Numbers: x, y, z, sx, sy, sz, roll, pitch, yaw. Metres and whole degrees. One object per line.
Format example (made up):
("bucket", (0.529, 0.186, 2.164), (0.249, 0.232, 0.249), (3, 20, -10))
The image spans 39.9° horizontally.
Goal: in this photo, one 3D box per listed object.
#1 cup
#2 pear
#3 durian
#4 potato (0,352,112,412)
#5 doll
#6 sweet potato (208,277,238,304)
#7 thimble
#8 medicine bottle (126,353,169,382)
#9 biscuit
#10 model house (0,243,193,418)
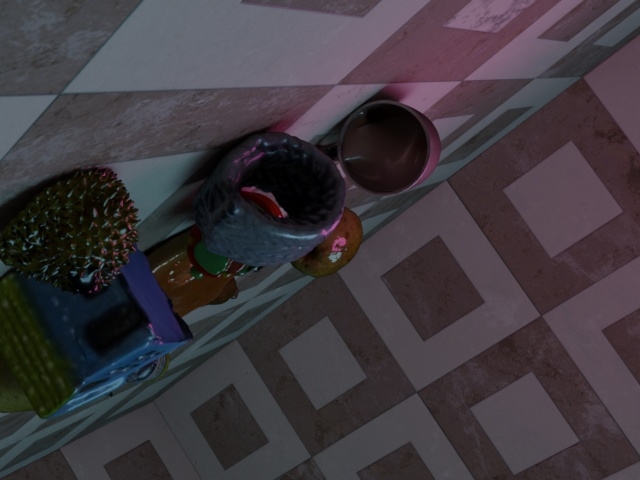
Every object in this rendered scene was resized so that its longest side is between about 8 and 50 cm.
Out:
("cup", (0.125, -0.191, 1.861), (0.253, 0.191, 0.200), (-5, -176, 17))
("pear", (0.000, 0.000, 2.376), (0.228, 0.188, 0.211), (-35, 175, 26))
("durian", (-0.354, 0.009, 1.231), (0.237, 0.137, 0.193), (-29, 171, -27))
("potato", (-0.542, 0.229, 1.671), (0.266, 0.229, 0.229), (-17, 170, -6))
("doll", (-0.161, -0.014, 1.770), (0.182, 0.160, 0.363), (-51, 171, 11))
("sweet potato", (-0.304, 0.144, 2.408), (0.112, 0.085, 0.286), (-32, 173, 24))
("thimble", (-0.091, -0.066, 1.545), (0.246, 0.217, 0.157), (-10, 159, -36))
("medicine bottle", (-0.517, 0.331, 2.483), (0.141, 0.141, 0.293), (-33, 171, -5))
("biscuit", (-0.305, 0.074, 1.975), (0.385, 0.062, 0.365), (-15, 150, -55))
("model house", (-0.404, 0.136, 1.462), (0.303, 0.237, 0.215), (-33, 171, 10))
